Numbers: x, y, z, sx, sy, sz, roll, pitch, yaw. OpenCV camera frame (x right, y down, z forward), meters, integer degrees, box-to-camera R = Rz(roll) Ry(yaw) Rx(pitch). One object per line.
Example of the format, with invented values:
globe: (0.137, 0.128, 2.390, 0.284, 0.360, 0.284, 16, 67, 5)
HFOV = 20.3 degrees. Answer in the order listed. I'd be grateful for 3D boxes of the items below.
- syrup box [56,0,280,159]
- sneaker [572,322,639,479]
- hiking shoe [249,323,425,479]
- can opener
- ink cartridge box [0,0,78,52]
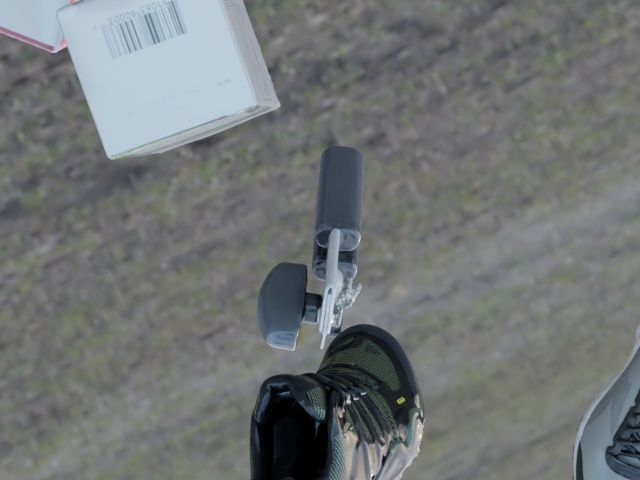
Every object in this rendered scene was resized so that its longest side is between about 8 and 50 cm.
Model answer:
syrup box: (-0.089, -0.111, 1.125, 0.093, 0.096, 0.237, -19, -176, 3)
sneaker: (0.326, 0.166, 1.773, 0.108, 0.100, 0.271, -62, 174, -80)
hiking shoe: (0.008, 0.117, 1.162, 0.086, 0.227, 0.114, -4, 127, 19)
can opener: (0.000, 0.000, 1.728, 0.093, 0.280, 0.074, 10, 125, 2)
ink cartridge box: (-0.310, -0.367, 2.021, 0.385, 0.279, 0.160, -43, 151, -61)
